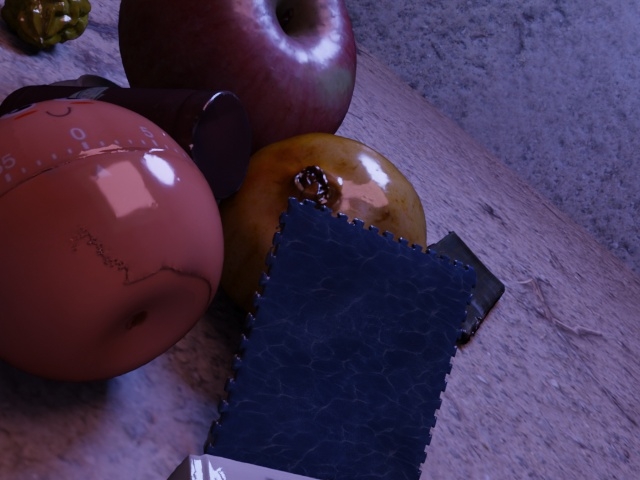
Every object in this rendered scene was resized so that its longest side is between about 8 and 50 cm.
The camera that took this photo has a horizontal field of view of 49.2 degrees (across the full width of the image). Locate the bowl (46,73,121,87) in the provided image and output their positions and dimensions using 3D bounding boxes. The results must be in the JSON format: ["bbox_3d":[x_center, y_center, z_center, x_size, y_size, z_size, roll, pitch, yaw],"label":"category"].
[{"bbox_3d":[-0.299,-0.162,0.929,0.189,0.086,0.189,29,26,-16],"label":"bowl"}]

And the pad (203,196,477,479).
[{"bbox_3d":[0.036,0.118,0.712,0.270,0.269,0.012,19,-5,-31],"label":"pad"}]

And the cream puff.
[{"bbox_3d":[-0.431,-0.354,1.078,0.146,0.116,0.146,28,-4,2],"label":"cream puff"}]

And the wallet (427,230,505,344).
[{"bbox_3d":[0.244,0.079,1.279,0.169,0.044,0.317,46,27,10],"label":"wallet"}]

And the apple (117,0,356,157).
[{"bbox_3d":[-0.114,-0.253,0.943,0.345,0.269,0.344,14,69,-41],"label":"apple"}]

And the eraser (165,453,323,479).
[{"bbox_3d":[0.004,0.268,0.570,0.279,0.081,0.124,23,28,-28],"label":"eraser"}]

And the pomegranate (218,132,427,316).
[{"bbox_3d":[0.000,0.000,0.825,0.264,0.264,0.264,30,25,-16],"label":"pomegranate"}]

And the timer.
[{"bbox_3d":[-0.203,-0.002,0.597,0.215,0.229,0.230,48,26,25],"label":"timer"}]

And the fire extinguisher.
[{"bbox_3d":[-0.253,-0.114,0.764,0.337,0.114,0.135,6,-2,23],"label":"fire extinguisher"}]
